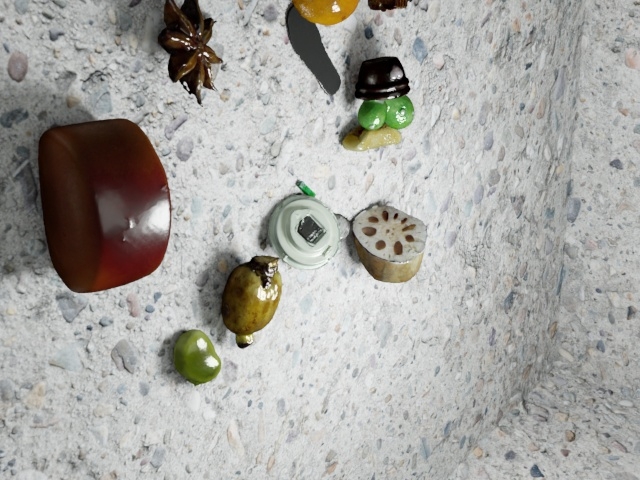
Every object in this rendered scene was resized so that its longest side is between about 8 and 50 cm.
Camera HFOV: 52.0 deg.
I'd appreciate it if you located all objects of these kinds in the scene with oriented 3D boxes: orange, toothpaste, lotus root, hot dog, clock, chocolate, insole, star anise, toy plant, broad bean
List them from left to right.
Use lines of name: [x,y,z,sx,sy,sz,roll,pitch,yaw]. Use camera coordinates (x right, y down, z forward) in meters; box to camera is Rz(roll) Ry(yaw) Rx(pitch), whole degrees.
star anise: [-0.321,-0.451,1.551,0.272,0.103,0.271,1,90,-69]
broad bean: [-0.349,0.332,1.847,0.124,0.082,0.174,-48,125,-24]
lotus root: [-0.203,0.171,1.888,0.170,0.141,0.313,1,114,-45]
toothpaste: [-0.044,-0.155,2.022,0.083,0.017,0.020,42,71,-47]
clock: [-0.037,-0.027,1.963,0.237,0.053,0.236,5,77,-24]
insole: [-0.017,-0.543,1.900,0.110,0.012,0.309,-57,138,-16]
chocolate: [0.000,0.000,2.066,0.248,0.110,0.110,-48,135,-31]
orange: [0.009,-0.691,1.752,0.224,0.170,0.223,0,90,-55]
hot dog: [0.169,-0.340,2.131,0.243,0.084,0.073,-17,114,-42]
toy plant: [0.201,-0.449,2.046,0.218,0.175,0.235,-23,118,-35]
lotus root: [0.235,0.025,2.242,0.272,0.272,0.192,-41,147,-29]

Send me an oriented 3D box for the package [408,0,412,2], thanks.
package: [0.332,-0.893,2.100,0.269,0.071,0.194,-48,149,-28]

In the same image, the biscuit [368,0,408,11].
biscuit: [0.206,-0.879,1.935,0.073,0.107,0.387,-21,120,-44]

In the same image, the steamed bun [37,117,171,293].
steamed bun: [-0.460,-0.067,1.432,0.235,0.248,0.378,-17,116,-43]
